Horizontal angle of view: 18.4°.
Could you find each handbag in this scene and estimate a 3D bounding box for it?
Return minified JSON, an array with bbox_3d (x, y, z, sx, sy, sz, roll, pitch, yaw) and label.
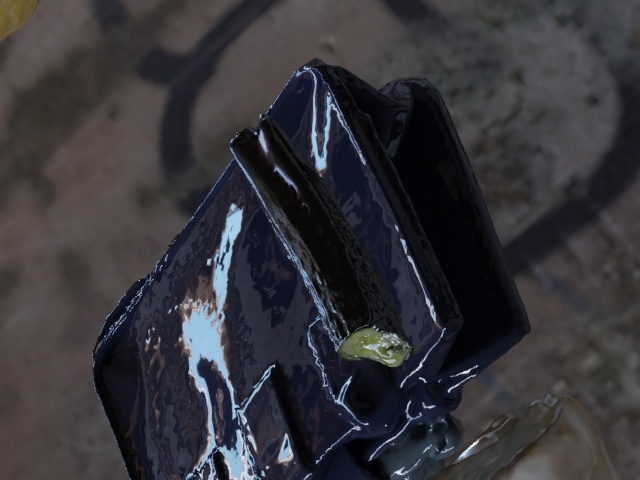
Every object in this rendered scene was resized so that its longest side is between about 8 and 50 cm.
[{"bbox_3d":[-0.004,0.080,1.227,0.118,0.325,0.269,7,-132,-33],"label":"handbag"}]

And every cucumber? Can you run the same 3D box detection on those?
[{"bbox_3d":[0.001,0.000,0.909,0.034,0.033,0.135,-2,-121,-46],"label":"cucumber"}]

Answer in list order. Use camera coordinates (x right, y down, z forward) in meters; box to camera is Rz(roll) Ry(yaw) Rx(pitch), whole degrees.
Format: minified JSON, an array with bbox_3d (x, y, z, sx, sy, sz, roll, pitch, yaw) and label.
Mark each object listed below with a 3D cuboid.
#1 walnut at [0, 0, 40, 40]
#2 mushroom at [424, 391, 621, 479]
[{"bbox_3d":[-0.212,-0.184,0.973,0.165,0.165,0.197,-114,8,-56],"label":"walnut"},{"bbox_3d":[0.158,0.210,0.922,0.290,0.297,0.297,63,-171,-7],"label":"mushroom"}]
